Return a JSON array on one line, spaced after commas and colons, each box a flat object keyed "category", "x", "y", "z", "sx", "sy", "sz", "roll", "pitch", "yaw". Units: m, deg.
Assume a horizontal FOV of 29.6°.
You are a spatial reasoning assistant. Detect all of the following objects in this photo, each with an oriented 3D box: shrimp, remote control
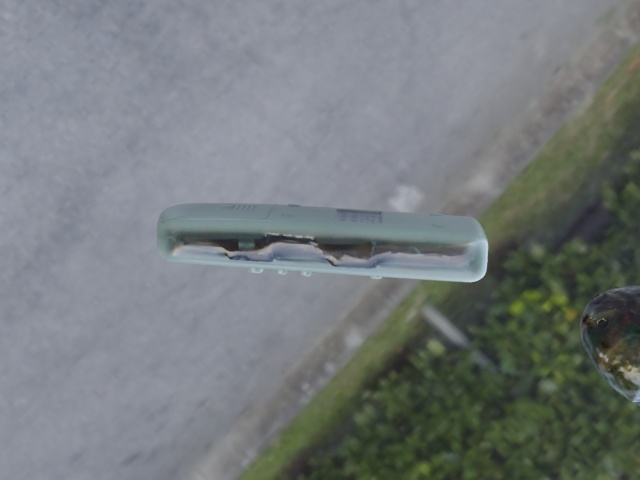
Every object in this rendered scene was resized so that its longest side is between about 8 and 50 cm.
[{"category": "shrimp", "x": 0.376, "y": 0.133, "z": 1.004, "sx": 0.137, "sy": 0.372, "sz": 0.172, "roll": -84, "pitch": -163, "yaw": -59}, {"category": "remote control", "x": 0.000, "y": 0.000, "z": 1.099, "sx": 0.140, "sy": 0.296, "sz": 0.056, "roll": -70, "pitch": 162, "yaw": -82}]
